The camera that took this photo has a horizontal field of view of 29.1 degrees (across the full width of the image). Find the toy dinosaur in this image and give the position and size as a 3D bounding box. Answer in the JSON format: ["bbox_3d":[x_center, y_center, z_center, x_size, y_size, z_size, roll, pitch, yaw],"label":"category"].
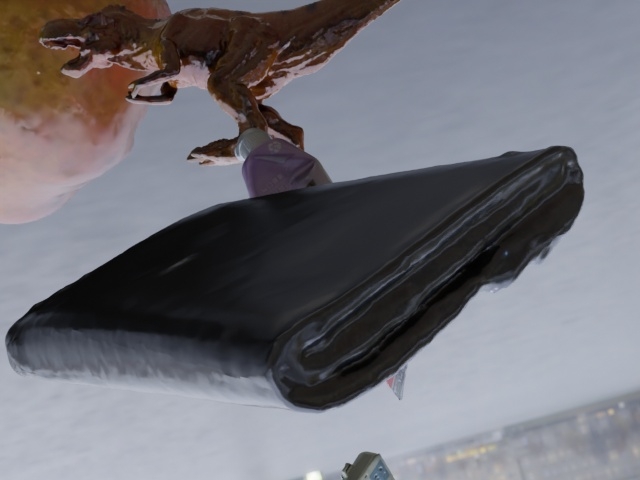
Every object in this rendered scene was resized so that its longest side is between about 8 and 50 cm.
[{"bbox_3d":[-0.054,-0.161,1.212,0.432,0.208,0.097,-6,171,-3],"label":"toy dinosaur"}]

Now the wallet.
[{"bbox_3d":[-0.041,0.026,0.788,0.228,0.062,0.406,-32,-165,-29],"label":"wallet"}]

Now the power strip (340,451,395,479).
[{"bbox_3d":[0.082,0.368,1.650,0.035,0.192,0.081,0,-140,43],"label":"power strip"}]

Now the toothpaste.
[{"bbox_3d":[0.000,0.000,0.999,0.048,0.301,0.075,7,123,-35],"label":"toothpaste"}]

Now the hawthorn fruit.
[{"bbox_3d":[-0.435,-0.275,1.684,0.472,0.471,0.472,-15,169,-3],"label":"hawthorn fruit"}]
